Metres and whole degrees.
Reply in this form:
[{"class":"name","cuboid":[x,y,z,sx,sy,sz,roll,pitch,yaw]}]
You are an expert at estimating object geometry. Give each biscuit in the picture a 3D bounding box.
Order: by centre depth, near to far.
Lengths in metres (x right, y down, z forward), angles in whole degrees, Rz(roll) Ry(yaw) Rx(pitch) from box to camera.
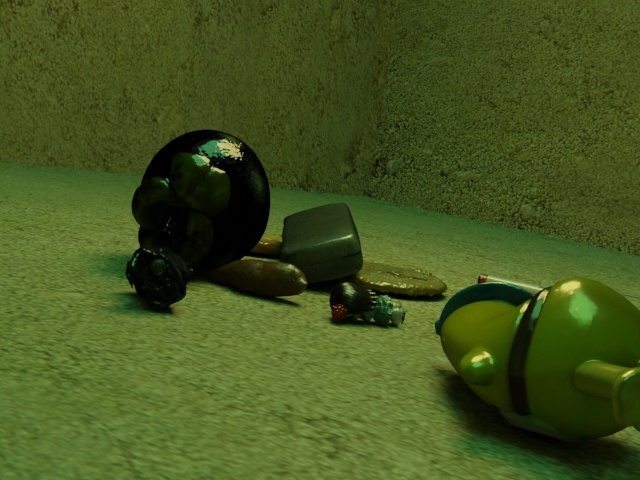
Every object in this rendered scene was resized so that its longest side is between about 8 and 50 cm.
[{"class":"biscuit","cuboid":[0.109,0.063,1.477,0.219,0.033,0.220,8,7,-1]},{"class":"biscuit","cuboid":[-0.162,-0.005,1.683,0.259,0.041,0.203,9,10,9]}]

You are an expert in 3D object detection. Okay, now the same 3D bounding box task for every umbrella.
[{"class":"umbrella","cuboid":[-0.210,0.041,1.125,0.071,0.080,0.224,-27,4,-2]}]

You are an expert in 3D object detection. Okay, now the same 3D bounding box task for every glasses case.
[{"class":"glasses case","cuboid":[0.000,0.000,1.476,0.131,0.074,0.323,-11,12,1]}]

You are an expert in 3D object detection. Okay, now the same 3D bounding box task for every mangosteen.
[{"class":"mangosteen","cuboid":[-0.185,-0.059,1.324,0.242,0.243,0.243,9,7,-1]}]

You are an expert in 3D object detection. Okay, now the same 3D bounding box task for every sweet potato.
[{"class":"sweet potato","cuboid":[-0.101,0.051,1.239,0.194,0.057,0.056,6,4,33]}]

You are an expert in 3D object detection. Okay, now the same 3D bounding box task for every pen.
[{"class":"pen","cuboid":[0.402,0.095,1.619,0.218,0.026,0.026,12,7,26]}]

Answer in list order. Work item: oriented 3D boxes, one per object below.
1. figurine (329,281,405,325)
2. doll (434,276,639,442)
[{"class":"figurine","cuboid":[0.061,0.090,1.148,0.105,0.047,0.060,14,41,-19]},{"class":"doll","cuboid":[0.201,0.103,0.815,0.199,0.145,0.363,1,2,-20]}]
